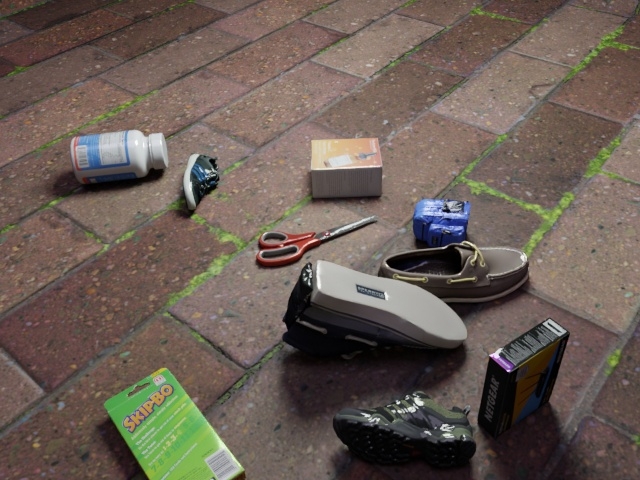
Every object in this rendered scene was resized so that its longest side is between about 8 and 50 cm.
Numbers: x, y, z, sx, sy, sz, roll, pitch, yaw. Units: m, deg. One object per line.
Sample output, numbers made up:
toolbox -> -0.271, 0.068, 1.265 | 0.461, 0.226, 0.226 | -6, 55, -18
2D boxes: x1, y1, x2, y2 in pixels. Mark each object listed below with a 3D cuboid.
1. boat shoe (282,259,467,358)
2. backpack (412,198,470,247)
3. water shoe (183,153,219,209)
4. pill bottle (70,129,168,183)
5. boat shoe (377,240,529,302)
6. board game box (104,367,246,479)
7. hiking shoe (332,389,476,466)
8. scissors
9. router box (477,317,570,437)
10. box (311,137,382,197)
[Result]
boat shoe -> 0.091, 0.156, 1.125 | 0.341, 0.158, 0.127 | 21, 35, -16
backpack -> 0.262, -0.038, 1.334 | 0.120, 0.097, 0.101 | 10, 47, 13
water shoe -> -0.293, -0.154, 1.510 | 0.080, 0.072, 0.203 | -2, 42, -3
pill bottle -> -0.509, -0.216, 1.552 | 0.222, 0.124, 0.124 | -7, 42, -6
boat shoe -> 0.273, 0.058, 1.225 | 0.325, 0.096, 0.116 | -8, 42, -6
board game box -> -0.246, 0.326, 1.000 | 0.124, 0.039, 0.259 | -29, 51, -27
hiking shoe -> 0.134, 0.299, 0.991 | 0.227, 0.086, 0.114 | 9, 29, 4
scissors -> 0.000, 0.000, 1.366 | 0.297, 0.021, 0.109 | -9, 40, -8
router box -> 0.324, 0.223, 0.978 | 0.133, 0.178, 0.046 | -25, 44, -22
box -> 0.063, -0.181, 1.508 | 0.171, 0.091, 0.130 | -3, 42, 0
